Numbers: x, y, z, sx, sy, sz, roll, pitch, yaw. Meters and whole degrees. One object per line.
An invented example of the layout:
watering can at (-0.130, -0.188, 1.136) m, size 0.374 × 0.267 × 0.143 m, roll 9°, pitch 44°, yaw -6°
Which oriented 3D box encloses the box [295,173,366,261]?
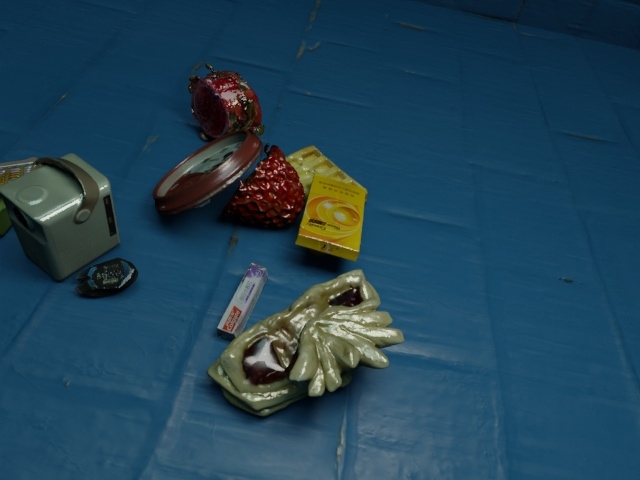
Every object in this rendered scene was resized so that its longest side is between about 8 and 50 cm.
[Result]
box at (0.033, -0.066, 1.240) m, size 0.152 × 0.043 × 0.269 m, roll 15°, pitch 39°, yaw -3°

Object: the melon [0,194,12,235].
melon at (-0.716, -0.069, 1.172) m, size 0.209 × 0.064 × 0.118 m, roll -4°, pitch 48°, yaw -19°

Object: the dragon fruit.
dragon fruit at (-0.299, -0.397, 1.463) m, size 0.147 × 0.211 × 0.282 m, roll -38°, pitch 85°, yaw -28°

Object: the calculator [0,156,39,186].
calculator at (-0.767, -0.156, 1.212) m, size 0.157 × 0.033 × 0.236 m, roll -13°, pitch 27°, yaw -23°

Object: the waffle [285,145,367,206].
waffle at (-0.009, -0.167, 1.414) m, size 0.168 × 0.057 × 0.274 m, roll -28°, pitch 59°, yaw -31°

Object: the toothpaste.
toothpaste at (-0.172, 0.137, 1.111) m, size 0.047 × 0.040 × 0.196 m, roll 17°, pitch 47°, yaw 7°

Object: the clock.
clock at (-0.284, -0.169, 1.255) m, size 0.318 × 0.080 × 0.318 m, roll -25°, pitch 28°, yaw 15°

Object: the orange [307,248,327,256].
orange at (0.001, 0.000, 1.247) m, size 0.083 × 0.083 × 0.084 m, roll 6°, pitch 47°, yaw -6°

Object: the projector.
projector at (-0.561, -0.059, 1.072) m, size 0.163 × 0.242 × 0.177 m, roll 33°, pitch 49°, yaw 16°

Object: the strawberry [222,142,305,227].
strawberry at (-0.131, -0.120, 1.285) m, size 0.178 × 0.234 × 0.234 m, roll 39°, pitch 45°, yaw -14°

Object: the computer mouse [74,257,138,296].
computer mouse at (-0.471, 0.087, 1.089) m, size 0.135 × 0.047 × 0.079 m, roll -10°, pitch 57°, yaw -9°

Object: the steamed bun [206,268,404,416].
steamed bun at (0.006, 0.204, 0.995) m, size 0.428 × 0.189 × 0.247 m, roll -27°, pitch 66°, yaw -32°
